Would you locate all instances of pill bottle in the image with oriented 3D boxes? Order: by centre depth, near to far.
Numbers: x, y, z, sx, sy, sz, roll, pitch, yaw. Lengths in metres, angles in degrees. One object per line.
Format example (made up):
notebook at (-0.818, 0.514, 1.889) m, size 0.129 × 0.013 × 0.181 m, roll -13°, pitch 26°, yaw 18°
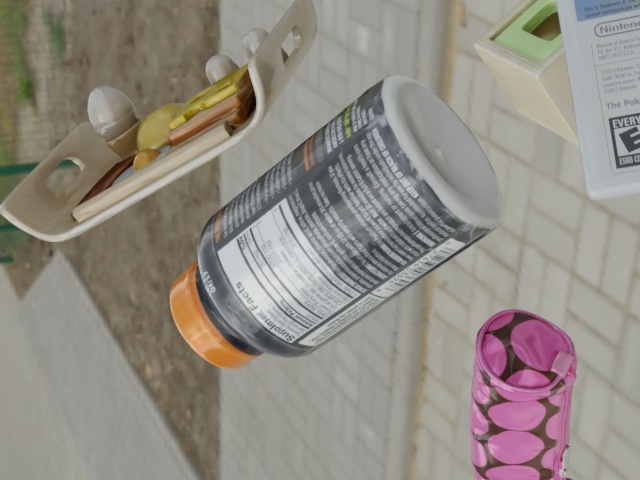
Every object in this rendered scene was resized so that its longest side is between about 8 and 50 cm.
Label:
pill bottle at (0.000, 0.000, 0.801) m, size 0.246 × 0.130 × 0.130 m, roll -36°, pitch 61°, yaw 28°

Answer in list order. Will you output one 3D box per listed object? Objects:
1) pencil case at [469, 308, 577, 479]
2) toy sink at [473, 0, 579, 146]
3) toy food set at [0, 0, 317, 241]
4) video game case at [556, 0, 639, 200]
pencil case at (0.191, 0.158, 1.021) m, size 0.098 × 0.095 × 0.209 m, roll 28°, pitch 149°, yaw 30°
toy sink at (0.324, -0.249, 1.288) m, size 0.131 × 0.234 × 0.153 m, roll 49°, pitch 180°, yaw -32°
toy food set at (-0.152, -0.131, 1.076) m, size 0.092 × 0.306 × 0.219 m, roll 55°, pitch -155°, yaw -17°
video game case at (0.334, -0.201, 0.787) m, size 0.036 × 0.329 × 0.300 m, roll 6°, pitch -104°, yaw -74°
